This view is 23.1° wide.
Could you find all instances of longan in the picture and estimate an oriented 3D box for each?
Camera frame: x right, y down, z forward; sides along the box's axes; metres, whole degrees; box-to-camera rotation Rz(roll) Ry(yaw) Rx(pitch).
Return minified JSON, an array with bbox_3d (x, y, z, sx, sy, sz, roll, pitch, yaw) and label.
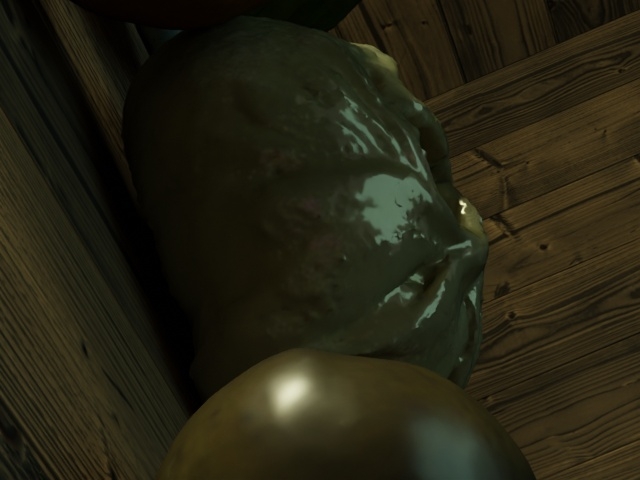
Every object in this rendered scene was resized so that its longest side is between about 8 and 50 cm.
[{"bbox_3d":[0.011,0.126,0.647,0.187,0.167,0.167,77,-8,-58],"label":"longan"}]

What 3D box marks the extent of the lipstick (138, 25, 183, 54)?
[{"bbox_3d":[-0.145,-0.177,1.678,0.048,0.048,0.158,-110,176,-58],"label":"lipstick"}]

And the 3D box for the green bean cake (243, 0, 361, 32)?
[{"bbox_3d":[-0.115,-0.329,1.388,0.335,0.218,0.319,48,9,20],"label":"green bean cake"}]

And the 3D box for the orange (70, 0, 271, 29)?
[{"bbox_3d":[-0.107,-0.218,1.005,0.179,0.237,0.158,31,-67,61],"label":"orange"}]

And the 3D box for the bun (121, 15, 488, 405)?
[{"bbox_3d":[0.000,0.000,1.104,0.365,0.219,0.365,-20,90,-89],"label":"bun"}]
